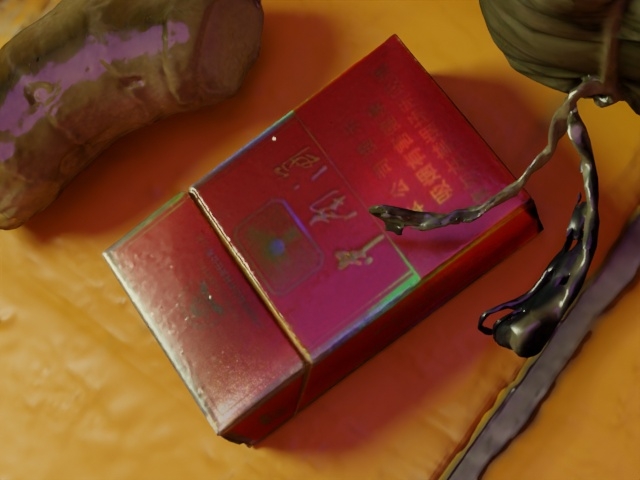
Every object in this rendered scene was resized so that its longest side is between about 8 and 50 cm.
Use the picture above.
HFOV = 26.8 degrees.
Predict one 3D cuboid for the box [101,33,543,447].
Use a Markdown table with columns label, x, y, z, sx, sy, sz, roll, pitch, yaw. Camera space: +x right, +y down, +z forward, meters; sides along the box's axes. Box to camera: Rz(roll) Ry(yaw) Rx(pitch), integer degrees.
| label | x | y | z | sx | sy | sz | roll | pitch | yaw |
| --- | --- | --- | --- | --- | --- | --- | --- | --- | --- |
| box | 0.000 | 0.000 | 0.624 | 0.175 | 0.048 | 0.112 | -38 | 67 | 1 |

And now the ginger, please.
| label | x | y | z | sx | sy | sz | roll | pitch | yaw |
| --- | --- | --- | --- | --- | --- | --- | --- | --- | --- |
| ginger | -0.115 | -0.076 | 0.673 | 0.190 | 0.069 | 0.095 | -37 | 88 | 1 |

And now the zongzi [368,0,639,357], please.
| label | x | y | z | sx | sy | sz | roll | pitch | yaw |
| --- | --- | --- | --- | --- | --- | --- | --- | --- | --- |
| zongzi | 0.234 | -0.175 | 0.543 | 0.418 | 0.181 | 0.447 | 2 | 67 | 9 |
